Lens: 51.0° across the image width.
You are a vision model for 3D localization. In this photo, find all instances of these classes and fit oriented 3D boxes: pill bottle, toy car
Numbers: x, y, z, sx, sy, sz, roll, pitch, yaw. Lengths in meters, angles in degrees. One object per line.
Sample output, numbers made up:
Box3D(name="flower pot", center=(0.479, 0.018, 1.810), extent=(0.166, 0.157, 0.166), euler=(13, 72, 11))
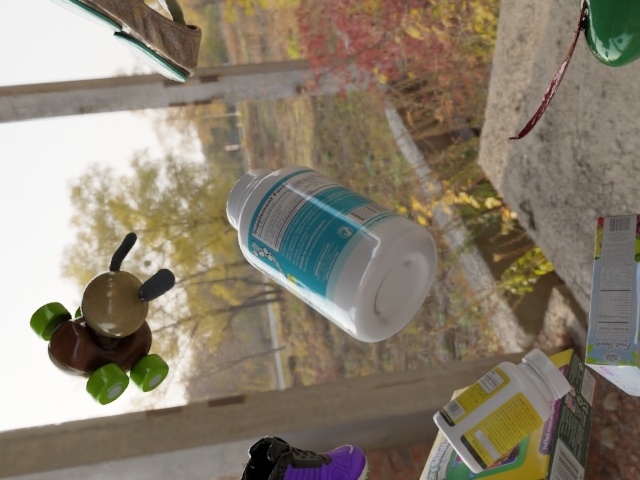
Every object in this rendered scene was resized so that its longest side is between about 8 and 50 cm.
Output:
Box3D(name="pill bottle", center=(0.000, 0.000, 0.813), extent=(0.264, 0.146, 0.146), euler=(32, 136, 38))
Box3D(name="toy car", center=(-0.260, 0.088, 0.880), extent=(0.188, 0.155, 0.149), euler=(-57, -22, 16))
Box3D(name="pill bottle", center=(0.167, 0.152, 0.613), extent=(0.065, 0.116, 0.065), euler=(52, -179, -2))

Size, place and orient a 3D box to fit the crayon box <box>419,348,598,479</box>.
Box3D(name="crayon box", center=(0.367, 0.406, 1.331), extent=(0.106, 0.313, 0.363), euler=(50, -141, -7))

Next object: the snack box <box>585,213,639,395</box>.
Box3D(name="snack box", center=(0.431, 0.093, 0.915), extent=(0.174, 0.070, 0.207), euler=(32, -118, -42))

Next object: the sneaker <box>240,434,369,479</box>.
Box3D(name="sneaker", center=(-0.040, 0.369, 1.064), extent=(0.102, 0.293, 0.146), euler=(-21, 90, 45))

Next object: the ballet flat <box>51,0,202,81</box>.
Box3D(name="ballet flat", center=(-0.265, -0.322, 0.905), extent=(0.106, 0.107, 0.316), euler=(-67, -23, 0))

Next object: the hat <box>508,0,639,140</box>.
Box3D(name="hat", center=(0.311, -0.211, 0.727), extent=(0.184, 0.172, 0.208), euler=(-59, -30, -9))
